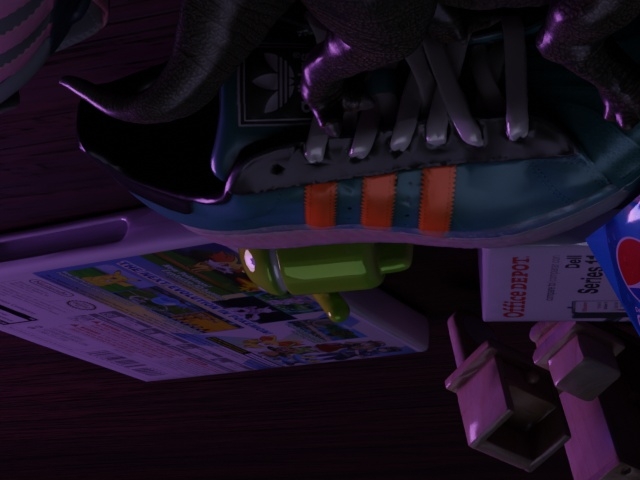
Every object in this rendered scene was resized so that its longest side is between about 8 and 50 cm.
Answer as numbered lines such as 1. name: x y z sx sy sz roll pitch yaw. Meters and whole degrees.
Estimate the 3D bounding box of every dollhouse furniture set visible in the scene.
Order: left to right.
1. dollhouse furniture set: 0.310 0.030 0.895 0.303 0.174 0.355 25 123 -24

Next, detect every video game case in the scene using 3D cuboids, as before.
1. video game case: -0.114 0.051 0.988 0.300 0.036 0.329 -9 158 27

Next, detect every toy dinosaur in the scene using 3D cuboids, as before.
1. toy dinosaur: 0.047 -0.112 0.432 0.313 0.121 0.160 0 150 18

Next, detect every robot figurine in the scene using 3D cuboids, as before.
1. robot figurine: 0.000 0.000 0.778 0.115 0.067 0.101 -5 131 14

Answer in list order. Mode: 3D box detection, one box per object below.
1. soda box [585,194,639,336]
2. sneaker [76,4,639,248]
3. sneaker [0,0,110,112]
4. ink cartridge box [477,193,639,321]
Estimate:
1. soda box: 0.233 -0.023 0.564 0.210 0.067 0.071 -23 168 -17
2. sneaker: 0.019 -0.054 0.560 0.302 0.108 0.121 -10 162 33
3. sneaker: -0.120 -0.116 0.437 0.131 0.112 0.319 -6 171 -36
4. ink cartridge box: 0.192 -0.012 0.702 0.208 0.087 0.153 -1 160 8
